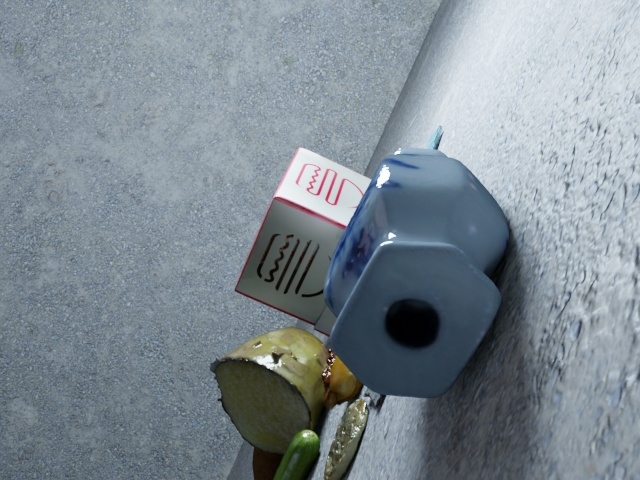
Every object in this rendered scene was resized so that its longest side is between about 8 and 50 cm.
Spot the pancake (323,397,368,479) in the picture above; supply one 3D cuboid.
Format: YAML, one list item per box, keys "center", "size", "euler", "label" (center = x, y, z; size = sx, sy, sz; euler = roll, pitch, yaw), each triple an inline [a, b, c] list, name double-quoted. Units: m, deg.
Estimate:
- center: [0.042, 0.331, 1.265]
  size: [0.151, 0.025, 0.151]
  euler: [-156, 90, -88]
  label: "pancake"

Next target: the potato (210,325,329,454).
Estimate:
- center: [-0.076, 0.298, 1.713]
  size: [0.237, 0.289, 0.300]
  euler: [-45, -44, -43]
  label: "potato"

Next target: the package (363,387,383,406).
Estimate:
- center: [0.088, 0.245, 1.230]
  size: [0.037, 0.015, 0.110]
  euler: [-61, 4, -7]
  label: "package"

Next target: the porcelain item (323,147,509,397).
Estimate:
- center: [0.118, 0.011, 0.968]
  size: [0.405, 0.179, 0.242]
  euler: [-75, 10, -67]
  label: "porcelain item"

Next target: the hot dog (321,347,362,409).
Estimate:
- center: [0.058, 0.207, 1.448]
  size: [0.249, 0.076, 0.102]
  euler: [-66, 7, -29]
  label: "hot dog"

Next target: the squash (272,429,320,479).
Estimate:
- center: [-0.061, 0.478, 1.548]
  size: [0.066, 0.066, 0.228]
  euler: [-74, 9, -69]
  label: "squash"

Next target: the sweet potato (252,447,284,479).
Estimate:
- center: [-0.104, 0.484, 1.880]
  size: [0.106, 0.095, 0.354]
  euler: [26, 98, 46]
  label: "sweet potato"

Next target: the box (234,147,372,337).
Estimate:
- center: [0.000, 0.000, 1.893]
  size: [0.312, 0.300, 0.314]
  euler: [-70, 5, -59]
  label: "box"

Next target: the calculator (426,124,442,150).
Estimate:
- center: [0.246, -0.185, 1.741]
  size: [0.057, 0.018, 0.172]
  euler: [117, 176, -60]
  label: "calculator"
